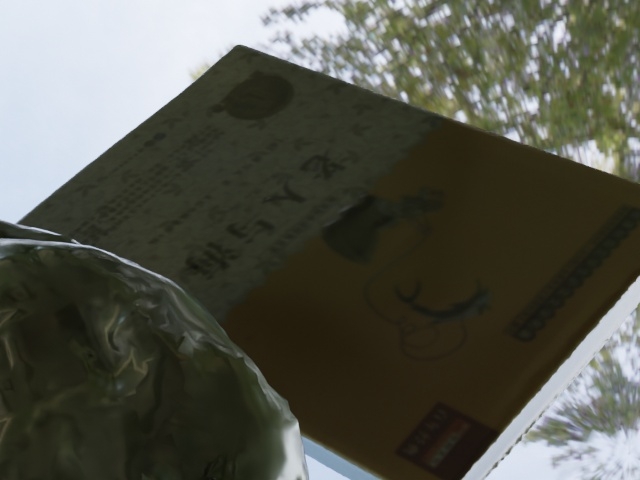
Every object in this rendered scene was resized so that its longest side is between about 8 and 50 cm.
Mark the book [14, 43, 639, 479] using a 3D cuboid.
[{"bbox_3d":[0.000,0.000,0.896,0.389,0.032,0.269,23,-127,35],"label":"book"}]

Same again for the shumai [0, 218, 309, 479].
[{"bbox_3d":[-0.106,0.169,0.452,0.309,0.263,0.304,1,-112,32],"label":"shumai"}]
